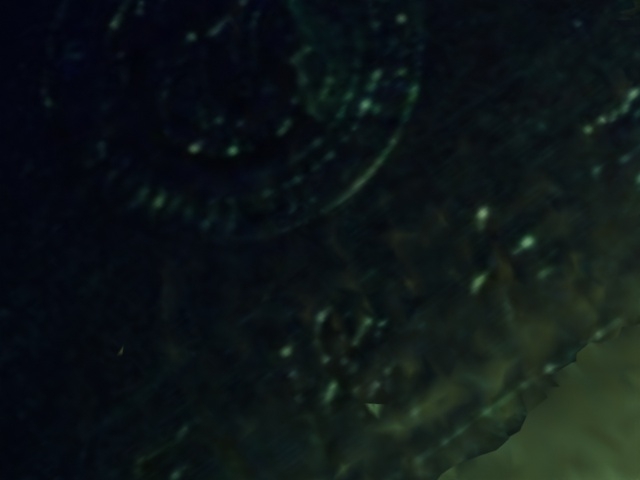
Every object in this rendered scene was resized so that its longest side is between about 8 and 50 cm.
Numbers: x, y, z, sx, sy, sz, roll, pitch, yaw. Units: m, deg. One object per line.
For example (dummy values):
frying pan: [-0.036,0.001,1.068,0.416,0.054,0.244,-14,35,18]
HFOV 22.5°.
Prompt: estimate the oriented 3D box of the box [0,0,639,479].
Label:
box: [0.000,0.000,0.437,0.261,0.116,0.279,-35,72,-1]
